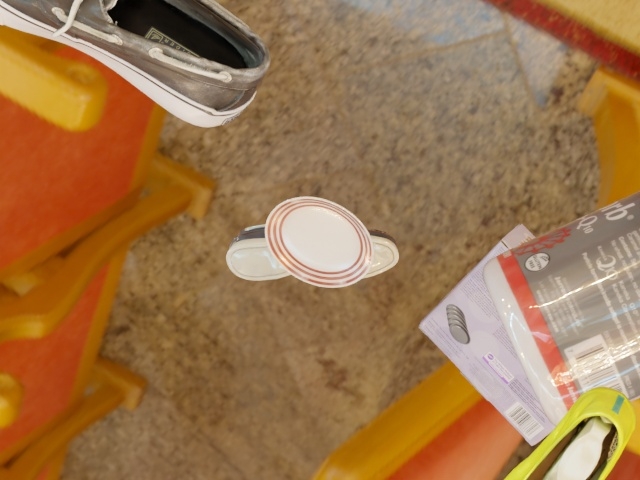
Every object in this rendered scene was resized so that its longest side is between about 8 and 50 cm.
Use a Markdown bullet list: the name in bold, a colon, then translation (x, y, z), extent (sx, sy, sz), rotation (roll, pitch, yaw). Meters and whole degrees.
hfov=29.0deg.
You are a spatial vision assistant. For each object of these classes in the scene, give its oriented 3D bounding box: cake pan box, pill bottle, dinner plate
- **cake pan box**: translation (0.304, 0.145, 1.803), extent (0.267, 0.070, 0.245), rotation (46, 138, 10)
- **pill bottle**: translation (0.382, 0.046, 1.368), extent (0.363, 0.210, 0.210), rotation (-25, 108, 7)
- **dinner plate**: translation (0.000, 0.000, 1.527), extent (0.141, 0.017, 0.141), rotation (11, 129, 14)

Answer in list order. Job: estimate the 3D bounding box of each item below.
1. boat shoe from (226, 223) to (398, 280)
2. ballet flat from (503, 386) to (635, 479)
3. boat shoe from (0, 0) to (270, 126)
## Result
- **boat shoe**: translation (-0.009, 0.008, 1.794), extent (0.255, 0.079, 0.095), rotation (-7, 126, 19)
- **ballet flat**: translation (0.210, 0.234, 1.140), extent (0.077, 0.077, 0.231), rotation (34, 105, 6)
- **boat shoe**: translation (-0.182, -0.205, 1.017), extent (0.306, 0.113, 0.105), rotation (35, 152, -6)
